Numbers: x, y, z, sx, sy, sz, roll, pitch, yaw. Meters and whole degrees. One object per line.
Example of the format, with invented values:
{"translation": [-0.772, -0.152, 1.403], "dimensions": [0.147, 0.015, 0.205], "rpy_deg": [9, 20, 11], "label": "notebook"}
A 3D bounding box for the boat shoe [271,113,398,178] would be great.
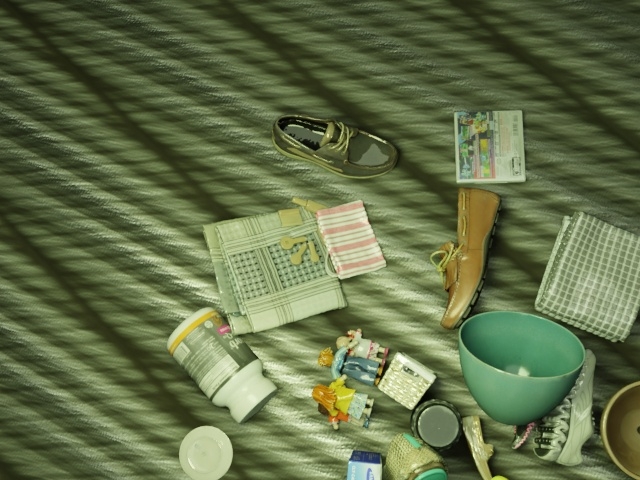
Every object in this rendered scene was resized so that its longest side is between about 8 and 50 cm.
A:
{"translation": [0.032, -0.256, 1.997], "dimensions": [0.355, 0.130, 0.132], "rpy_deg": [11, 79, 8], "label": "boat shoe"}

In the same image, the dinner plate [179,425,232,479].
{"translation": [-0.297, 0.551, 1.914], "dimensions": [0.141, 0.017, 0.141], "rpy_deg": [-1, 76, 6], "label": "dinner plate"}

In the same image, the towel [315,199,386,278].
{"translation": [0.081, -0.004, 1.960], "dimensions": [0.144, 0.029, 0.197], "rpy_deg": [-15, 76, -25], "label": "towel"}

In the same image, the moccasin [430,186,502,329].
{"translation": [0.357, 0.041, 1.898], "dimensions": [0.146, 0.139, 0.380], "rpy_deg": [13, 79, 9], "label": "moccasin"}

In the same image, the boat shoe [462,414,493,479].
{"translation": [0.398, 0.513, 1.830], "dimensions": [0.059, 0.063, 0.170], "rpy_deg": [-21, 78, 4], "label": "boat shoe"}

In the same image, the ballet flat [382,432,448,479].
{"translation": [0.198, 0.655, 1.738], "dimensions": [0.164, 0.182, 0.483], "rpy_deg": [-8, 116, -22], "label": "ballet flat"}

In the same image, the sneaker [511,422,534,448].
{"translation": [0.497, 0.459, 1.845], "dimensions": [0.057, 0.047, 0.119], "rpy_deg": [29, 74, 17], "label": "sneaker"}

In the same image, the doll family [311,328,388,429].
{"translation": [0.065, 0.346, 1.870], "dimensions": [0.163, 0.118, 0.263], "rpy_deg": [15, 80, 9], "label": "doll family"}

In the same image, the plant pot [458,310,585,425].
{"translation": [0.468, 0.325, 1.781], "dimensions": [0.290, 0.290, 0.196], "rpy_deg": [5, 115, 7], "label": "plant pot"}

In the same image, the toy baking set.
{"translation": [0.000, -0.007, 1.964], "dimensions": [0.256, 0.030, 0.197], "rpy_deg": [16, 65, -15], "label": "toy baking set"}

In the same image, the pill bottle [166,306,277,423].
{"translation": [-0.248, 0.318, 1.886], "dimensions": [0.162, 0.162, 0.278], "rpy_deg": [-43, 78, -4], "label": "pill bottle"}

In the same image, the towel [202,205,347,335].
{"translation": [-0.120, 0.068, 1.929], "dimensions": [0.324, 0.056, 0.312], "rpy_deg": [-14, 76, -20], "label": "towel"}

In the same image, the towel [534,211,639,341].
{"translation": [0.695, 0.084, 1.865], "dimensions": [0.235, 0.121, 0.284], "rpy_deg": [21, 81, 9], "label": "towel"}

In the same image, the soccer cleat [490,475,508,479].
{"translation": [0.498, 0.690, 1.774], "dimensions": [0.121, 0.093, 0.289], "rpy_deg": [-20, 75, -40], "label": "soccer cleat"}

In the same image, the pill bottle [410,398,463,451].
{"translation": [0.277, 0.440, 1.777], "dimensions": [0.122, 0.219, 0.123], "rpy_deg": [-1, 78, 5], "label": "pill bottle"}

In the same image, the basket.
{"translation": [0.214, 0.345, 1.835], "dimensions": [0.113, 0.167, 0.103], "rpy_deg": [32, 89, 12], "label": "basket"}

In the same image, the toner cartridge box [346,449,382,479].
{"translation": [0.097, 0.577, 1.700], "dimensions": [0.075, 0.348, 0.165], "rpy_deg": [4, 79, 5], "label": "toner cartridge box"}

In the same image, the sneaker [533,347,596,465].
{"translation": [0.621, 0.409, 1.821], "dimensions": [0.118, 0.110, 0.292], "rpy_deg": [24, 79, -9], "label": "sneaker"}

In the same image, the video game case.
{"translation": [0.457, -0.253, 2.012], "dimensions": [0.183, 0.023, 0.201], "rpy_deg": [-1, 79, 5], "label": "video game case"}

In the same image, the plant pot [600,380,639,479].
{"translation": [0.784, 0.457, 1.781], "dimensions": [0.237, 0.110, 0.237], "rpy_deg": [-1, 78, 4], "label": "plant pot"}
